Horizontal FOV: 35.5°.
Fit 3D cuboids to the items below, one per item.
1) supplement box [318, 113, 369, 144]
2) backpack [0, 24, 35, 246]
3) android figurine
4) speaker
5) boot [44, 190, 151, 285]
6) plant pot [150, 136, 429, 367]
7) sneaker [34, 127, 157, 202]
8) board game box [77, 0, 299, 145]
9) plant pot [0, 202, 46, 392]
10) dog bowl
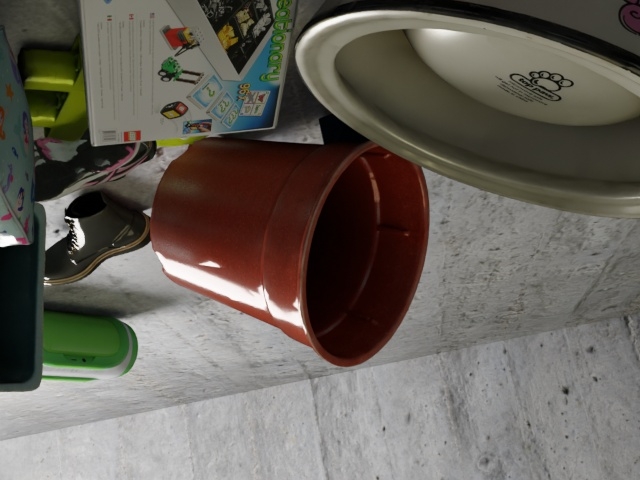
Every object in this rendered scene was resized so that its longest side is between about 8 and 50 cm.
[{"bbox_3d":[0.056,-0.136,1.305,0.083,0.056,0.083,-18,161,22],"label":"supplement box"},{"bbox_3d":[-0.349,-0.101,0.861,0.191,0.254,0.225,-12,159,-10],"label":"backpack"},{"bbox_3d":[-0.202,-0.155,1.102,0.272,0.056,0.248,2,158,-30],"label":"android figurine"},{"bbox_3d":[-0.487,0.197,1.889,0.131,0.131,0.296,-22,159,31],"label":"speaker"},{"bbox_3d":[-0.357,-0.010,1.446,0.197,0.077,0.137,-28,154,10],"label":"boot"},{"bbox_3d":[-0.047,-0.011,1.232,0.265,0.273,0.272,14,178,33],"label":"plant pot"},{"bbox_3d":[-0.256,-0.082,1.107,0.178,0.072,0.077,-10,172,27],"label":"sneaker"},{"bbox_3d":[-0.120,-0.202,0.905,0.192,0.053,0.305,-7,150,-15],"label":"board game box"},{"bbox_3d":[-0.536,0.075,1.327,0.247,0.248,0.252,5,173,-41],"label":"plant pot"},{"bbox_3d":[0.190,-0.165,0.909,0.407,0.150,0.408,20,169,4],"label":"dog bowl"}]
